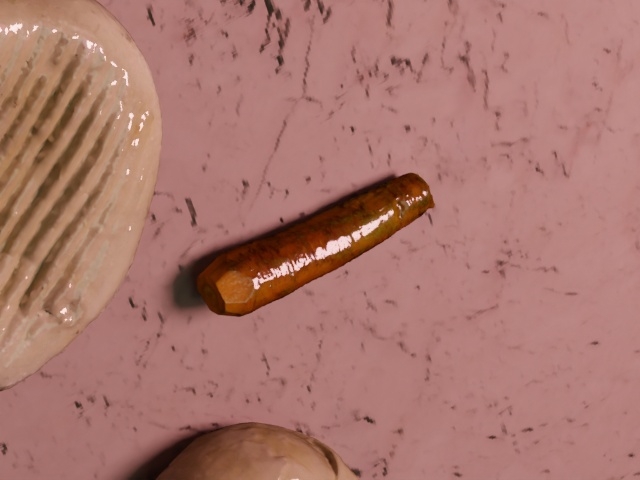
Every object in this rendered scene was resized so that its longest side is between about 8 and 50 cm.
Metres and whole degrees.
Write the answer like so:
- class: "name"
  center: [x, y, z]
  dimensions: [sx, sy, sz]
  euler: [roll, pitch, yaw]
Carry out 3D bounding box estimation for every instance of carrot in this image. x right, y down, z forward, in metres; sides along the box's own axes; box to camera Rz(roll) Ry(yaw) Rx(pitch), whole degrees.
- class: "carrot"
  center: [0.000, 0.000, 1.232]
  dimensions: [0.171, 0.042, 0.042]
  euler: [-28, 124, -27]

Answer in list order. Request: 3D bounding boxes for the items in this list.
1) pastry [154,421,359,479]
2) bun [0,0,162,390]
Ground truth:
- class: "pastry"
  center: [-0.045, 0.191, 1.251]
  dimensions: [0.156, 0.092, 0.156]
  euler: [-13, 117, -27]
- class: "bun"
  center: [-0.196, -0.038, 1.008]
  dimensions: [0.231, 0.133, 0.231]
  euler: [-13, 117, -28]
